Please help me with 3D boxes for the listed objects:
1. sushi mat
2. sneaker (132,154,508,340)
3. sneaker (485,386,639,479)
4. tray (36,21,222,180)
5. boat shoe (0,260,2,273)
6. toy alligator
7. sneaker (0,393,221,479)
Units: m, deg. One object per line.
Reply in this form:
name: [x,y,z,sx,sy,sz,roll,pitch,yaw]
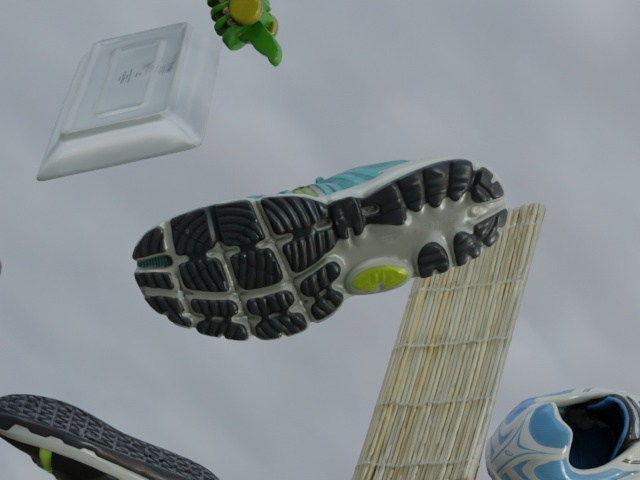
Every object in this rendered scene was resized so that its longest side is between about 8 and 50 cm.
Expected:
sushi mat: [0.124,0.103,1.642,0.151,0.316,0.019,-10,-40,40]
sneaker: [0.000,0.000,1.239,0.110,0.275,0.107,-126,-155,-74]
sneaker: [0.221,0.144,1.232,0.086,0.237,0.085,-41,-118,39]
tray: [-0.165,-0.133,1.494,0.145,0.270,0.030,-11,-63,6]
boat shoe: [-0.398,0.084,1.514,0.092,0.285,0.103,8,53,-59]
toy alligator: [-0.080,-0.232,1.499,0.056,0.051,0.190,40,31,-69]
sneaker: [-0.188,0.214,1.449,0.234,0.097,0.084,27,7,-18]
